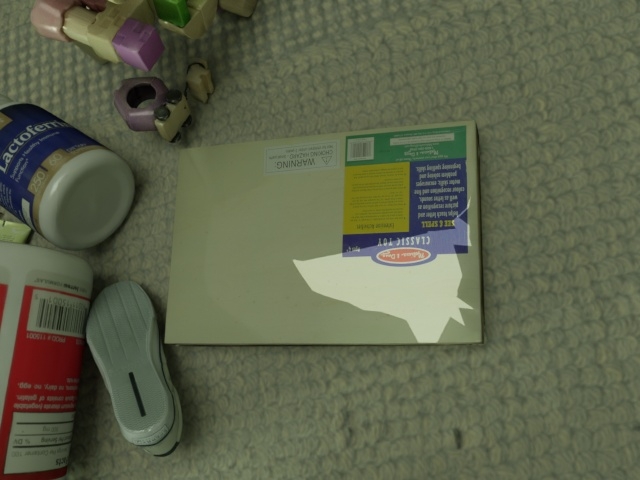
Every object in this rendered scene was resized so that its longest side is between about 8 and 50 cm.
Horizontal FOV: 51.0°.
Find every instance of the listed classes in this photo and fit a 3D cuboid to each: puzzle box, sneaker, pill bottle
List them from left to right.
[{"bbox_3d":[-0.431,0.214,0.851,0.228,0.229,0.408,0,77,19],"label":"pill bottle"},{"bbox_3d":[-0.411,-0.108,0.969,0.264,0.153,0.153,30,87,23],"label":"pill bottle"},{"bbox_3d":[-0.243,0.166,0.874,0.094,0.091,0.258,-16,47,-10],"label":"sneaker"},{"bbox_3d":[0.000,0.000,0.854,0.408,0.052,0.272,-2,75,18],"label":"puzzle box"}]

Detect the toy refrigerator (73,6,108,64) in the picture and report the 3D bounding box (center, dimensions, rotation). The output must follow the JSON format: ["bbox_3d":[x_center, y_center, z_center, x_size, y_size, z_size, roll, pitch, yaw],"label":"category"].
[{"bbox_3d":[-0.373,-0.427,1.066,0.094,0.102,0.270,-27,69,11],"label":"toy refrigerator"}]

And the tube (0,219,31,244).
[{"bbox_3d":[-0.510,0.083,1.010,0.062,0.070,0.240,-6,69,51],"label":"tube"}]

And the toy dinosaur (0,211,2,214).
[{"bbox_3d":[-0.546,0.002,1.051,0.090,0.047,0.082,-8,92,6],"label":"toy dinosaur"}]

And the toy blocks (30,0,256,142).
[{"bbox_3d":[-0.270,-0.356,0.897,0.260,0.309,0.289,23,68,15],"label":"toy blocks"}]
